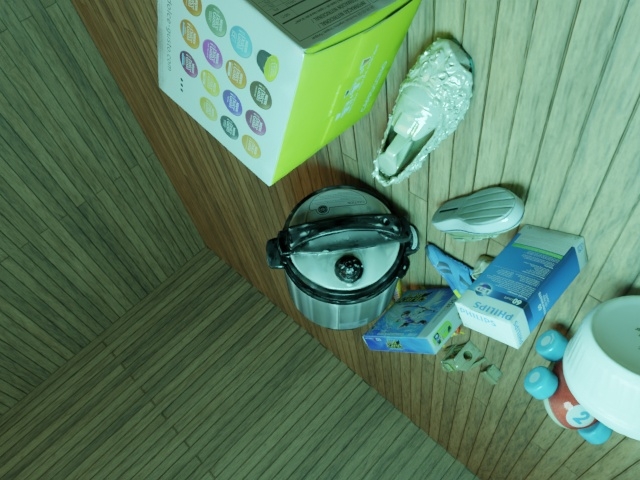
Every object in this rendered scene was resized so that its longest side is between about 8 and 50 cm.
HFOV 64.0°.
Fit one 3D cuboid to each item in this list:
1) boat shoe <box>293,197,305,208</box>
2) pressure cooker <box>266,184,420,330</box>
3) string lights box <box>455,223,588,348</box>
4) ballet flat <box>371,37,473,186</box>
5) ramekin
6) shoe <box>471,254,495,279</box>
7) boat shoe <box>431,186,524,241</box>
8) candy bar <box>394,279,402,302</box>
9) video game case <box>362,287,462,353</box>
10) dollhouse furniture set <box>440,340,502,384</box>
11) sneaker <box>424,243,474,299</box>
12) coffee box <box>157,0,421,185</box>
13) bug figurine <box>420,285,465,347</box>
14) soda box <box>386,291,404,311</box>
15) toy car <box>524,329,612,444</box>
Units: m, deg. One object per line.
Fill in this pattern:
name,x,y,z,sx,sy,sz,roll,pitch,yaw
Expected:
boat shoe,0.000,0.000,1.921,0.130,0.132,0.355,31,155,39
pressure cooker,0.070,0.045,1.519,0.375,0.370,0.420,37,161,17
string lights box,0.413,0.085,1.050,0.133,0.259,0.077,22,148,51
ballet flat,0.199,-0.233,1.087,0.147,0.147,0.409,43,159,12
ramekin,0.599,0.218,0.941,0.273,0.273,0.127,29,141,41
shoe,0.463,0.088,1.247,0.219,0.058,0.077,13,141,57
boat shoe,0.366,-0.049,1.161,0.094,0.109,0.302,36,172,-14
candy bar,0.263,0.157,1.770,0.040,0.018,0.162,10,112,56
video game case,0.293,0.232,1.517,0.269,0.244,0.061,-12,111,53
dollhouse furniture set,0.503,0.449,1.771,0.161,0.101,0.182,45,160,6
sneaker,0.376,0.081,1.427,0.069,0.082,0.209,7,-137,-58
coffee box,-0.069,-0.383,0.974,0.334,0.338,0.338,43,148,11
bug figurine,0.372,0.270,1.750,0.216,0.072,0.279,43,160,12
soda box,0.283,0.250,1.913,0.061,0.058,0.181,34,155,34
toy car,0.635,0.316,1.150,0.219,0.210,0.238,39,148,-7
